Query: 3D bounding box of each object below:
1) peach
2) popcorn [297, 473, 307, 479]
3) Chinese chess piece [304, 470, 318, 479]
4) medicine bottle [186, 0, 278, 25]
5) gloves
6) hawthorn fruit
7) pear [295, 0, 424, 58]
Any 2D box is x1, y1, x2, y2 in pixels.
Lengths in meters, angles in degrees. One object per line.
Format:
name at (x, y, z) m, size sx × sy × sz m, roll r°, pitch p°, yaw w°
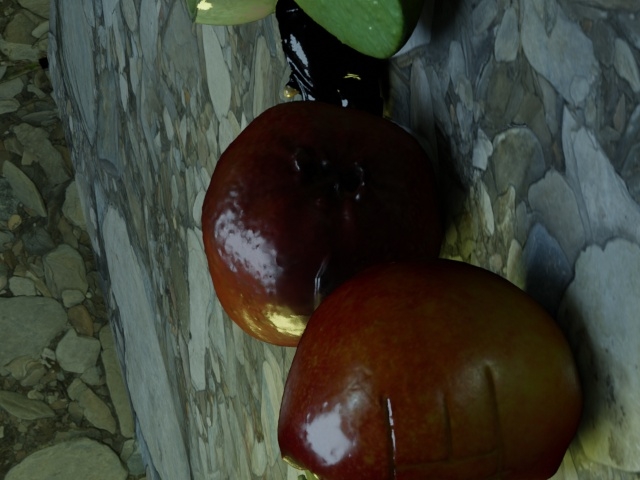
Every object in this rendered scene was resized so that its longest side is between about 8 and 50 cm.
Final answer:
peach at (0.088, 0.134, 1.722) m, size 0.248 × 0.274 × 0.245 m, roll 121°, pitch 135°, yaw -58°
popcorn at (-0.015, 0.373, 2.486) m, size 0.145 × 0.126 × 0.126 m, roll -55°, pitch 54°, yaw 28°
Chinese chess piece at (0.036, 0.272, 2.236) m, size 0.238 × 0.092 × 0.238 m, roll 162°, pitch 90°, yaw -83°
medicine bottle at (-0.097, -0.346, 2.366) m, size 0.147 × 0.143 × 0.147 m, roll 176°, pitch 90°, yaw -78°
gloves at (0.011, -0.184, 2.129) m, size 0.164 × 0.124 × 0.203 m, roll -85°, pitch -26°, yaw -64°
hawthorn fruit at (0.000, 0.000, 2.002) m, size 0.307 × 0.265 × 0.265 m, roll 93°, pitch 163°, yaw -61°
pear at (0.050, -0.313, 1.896) m, size 0.239 × 0.139 × 0.288 m, roll 58°, pitch 164°, yaw 22°
